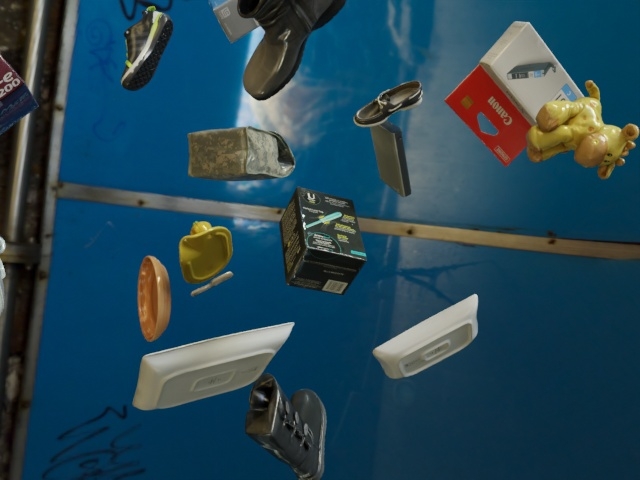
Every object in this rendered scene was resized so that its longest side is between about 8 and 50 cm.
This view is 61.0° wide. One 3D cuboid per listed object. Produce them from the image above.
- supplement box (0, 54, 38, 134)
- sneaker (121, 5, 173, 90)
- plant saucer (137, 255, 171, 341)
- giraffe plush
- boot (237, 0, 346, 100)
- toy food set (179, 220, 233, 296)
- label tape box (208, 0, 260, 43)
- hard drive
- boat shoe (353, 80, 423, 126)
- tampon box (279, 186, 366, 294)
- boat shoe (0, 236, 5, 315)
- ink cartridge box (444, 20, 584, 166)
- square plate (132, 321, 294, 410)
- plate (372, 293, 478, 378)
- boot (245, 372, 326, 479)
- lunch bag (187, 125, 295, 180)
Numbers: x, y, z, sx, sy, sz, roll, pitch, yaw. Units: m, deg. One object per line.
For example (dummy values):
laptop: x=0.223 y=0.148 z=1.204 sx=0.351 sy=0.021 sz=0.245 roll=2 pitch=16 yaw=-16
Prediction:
supplement box: x=-0.687 y=-0.297 z=1.153 sx=0.130 sy=0.073 sz=0.239 roll=-44 pitch=-164 yaw=-14
sneaker: x=-0.469 y=-0.497 z=1.410 sx=0.097 sy=0.084 sz=0.235 roll=23 pitch=-103 yaw=5
plant saucer: x=-0.390 y=0.135 z=1.277 sx=0.200 sy=0.037 sz=0.200 roll=-2 pitch=-92 yaw=58
giraffe plush: x=0.587 y=-0.223 z=1.199 sx=0.210 sy=0.181 sz=0.171 roll=-33 pitch=-121 yaw=1
boot: x=-0.108 y=-0.454 z=1.142 sx=0.118 sy=0.222 sz=0.338 roll=47 pitch=-65 yaw=16
toy food set: x=-0.268 y=0.027 z=1.219 sx=0.071 sy=0.128 sz=0.218 roll=46 pitch=-28 yaw=24
label tape box: x=-0.158 y=-0.745 z=1.637 sx=0.347 sy=0.115 sz=0.249 roll=-28 pitch=-148 yaw=1
hard drive: x=0.130 y=-0.157 z=1.009 sx=0.094 sy=0.022 sz=0.135 roll=50 pitch=-18 yaw=52
boat shoe: x=0.112 y=-0.227 z=0.899 sx=0.125 sy=0.038 sz=0.046 roll=-21 pitch=-117 yaw=-4
tampon box: x=0.000 y=0.000 z=0.998 sx=0.161 sy=0.120 sz=0.101 roll=-99 pitch=-150 yaw=-44
boat shoe: x=-0.431 y=-0.052 z=0.604 sx=0.118 sy=0.103 sz=0.321 roll=-20 pitch=-78 yaw=9
ink cartridge box: x=0.514 y=-0.367 z=1.423 sx=0.261 sy=0.296 sz=0.066 roll=-48 pitch=-153 yaw=10
square plate: x=-0.258 y=0.313 z=1.296 sx=0.049 sy=0.343 sz=0.347 roll=68 pitch=-30 yaw=25
plate: x=0.277 y=0.259 z=1.348 sx=0.277 sy=0.277 sz=0.045 roll=-28 pitch=-119 yaw=1
boot: x=-0.122 y=0.598 z=1.908 sx=0.146 sy=0.445 sz=0.367 roll=-23 pitch=-137 yaw=11
lunch bag: x=-0.247 y=-0.273 z=1.766 sx=0.235 sy=0.287 sz=0.169 roll=1 pitch=-89 yaw=28
